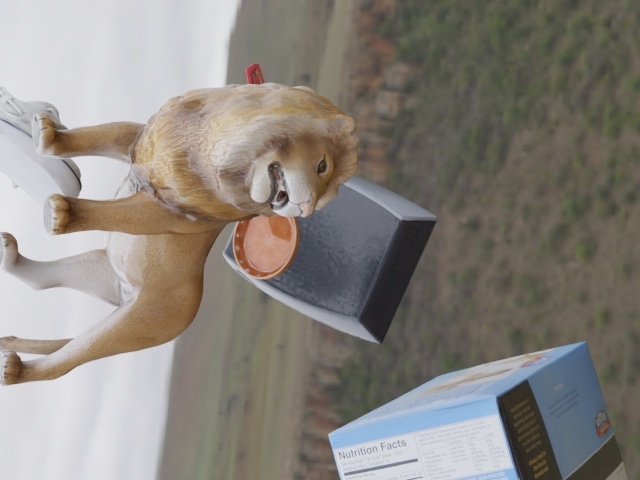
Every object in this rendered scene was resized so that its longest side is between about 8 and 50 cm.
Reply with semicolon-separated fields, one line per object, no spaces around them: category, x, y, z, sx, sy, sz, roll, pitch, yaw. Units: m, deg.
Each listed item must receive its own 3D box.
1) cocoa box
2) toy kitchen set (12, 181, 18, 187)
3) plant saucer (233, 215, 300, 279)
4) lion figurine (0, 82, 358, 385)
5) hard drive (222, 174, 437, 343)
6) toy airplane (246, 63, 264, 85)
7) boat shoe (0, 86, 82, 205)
cocoa box;0.206;0.280;1.676;0.347;0.231;0.228;-14;-93;-62
toy kitchen set;-0.337;-0.112;1.669;0.075;0.068;0.083;-20;76;63
plant saucer;-0.054;-0.001;1.409;0.013;0.083;0.083;14;-100;-51
lion figurine;-0.138;0.000;1.172;0.392;0.240;0.142;-51;47;51
hard drive;0.000;0.000;1.571;0.054;0.255;0.172;24;-89;-48
toy airplane;-0.086;-0.144;1.745;0.151;0.028;0.151;29;-123;-58
boat shoe;-0.322;-0.113;1.528;0.267;0.088;0.096;25;149;52
